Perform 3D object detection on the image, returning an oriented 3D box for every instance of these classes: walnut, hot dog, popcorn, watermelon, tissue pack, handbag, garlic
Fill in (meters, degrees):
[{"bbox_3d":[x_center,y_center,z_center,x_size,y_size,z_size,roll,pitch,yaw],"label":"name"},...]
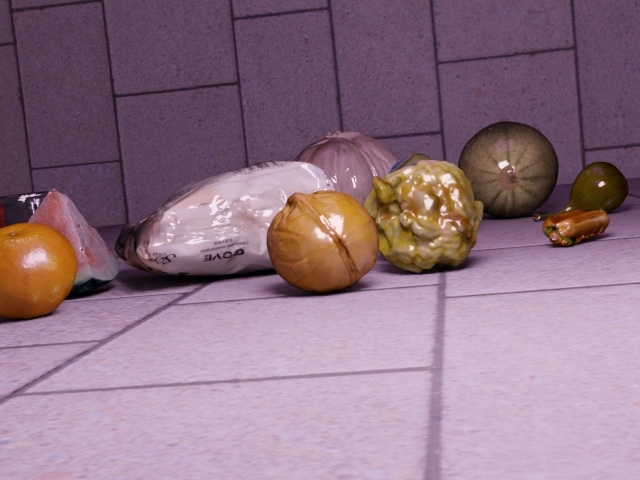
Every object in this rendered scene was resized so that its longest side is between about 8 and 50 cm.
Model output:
[{"bbox_3d":[0.000,0.000,1.445,0.159,0.159,0.207,-7,10,-15],"label":"walnut"},{"bbox_3d":[0.457,-0.024,1.755,0.072,0.055,0.188,3,9,42],"label":"hot dog"},{"bbox_3d":[0.163,-0.038,1.563,0.167,0.185,0.187,-23,4,31],"label":"popcorn"},{"bbox_3d":[-0.460,0.029,1.702,0.208,0.202,0.136,-4,-34,-5],"label":"watermelon"},{"bbox_3d":[-0.177,-0.033,1.788,0.376,0.195,0.390,-11,6,-16],"label":"tissue pack"},{"bbox_3d":[-0.608,-0.005,2.014,0.181,0.181,0.254,-9,4,-29],"label":"handbag"},{"bbox_3d":[0.055,-0.140,2.413,0.318,0.259,0.317,-3,1,0],"label":"garlic"}]

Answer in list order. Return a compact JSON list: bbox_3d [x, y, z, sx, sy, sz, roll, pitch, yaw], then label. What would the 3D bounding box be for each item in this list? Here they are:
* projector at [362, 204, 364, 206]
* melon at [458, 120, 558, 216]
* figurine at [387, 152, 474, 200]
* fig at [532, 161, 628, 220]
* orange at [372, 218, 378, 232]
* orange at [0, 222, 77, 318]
[{"bbox_3d":[0.123,-0.037,2.124,0.082,0.083,0.083,-5,5,0],"label":"projector"},{"bbox_3d":[0.467,-0.174,2.447,0.249,0.248,0.329,-5,12,12],"label":"melon"},{"bbox_3d":[0.238,-0.096,2.145,0.154,0.179,0.262,-13,15,-13],"label":"figurine"},{"bbox_3d":[0.601,-0.091,2.282,0.236,0.124,0.124,-30,7,-5],"label":"fig"},{"bbox_3d":[0.169,-0.028,1.739,0.156,0.124,0.156,5,-11,1],"label":"orange"},{"bbox_3d":[-0.441,0.048,1.463,0.159,0.136,0.159,-5,24,2],"label":"orange"}]
